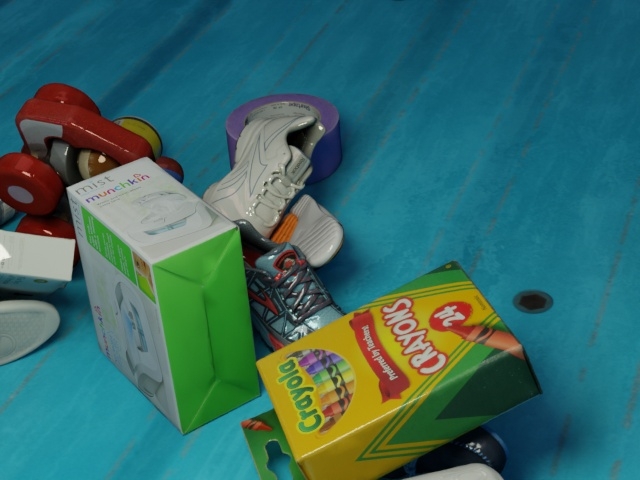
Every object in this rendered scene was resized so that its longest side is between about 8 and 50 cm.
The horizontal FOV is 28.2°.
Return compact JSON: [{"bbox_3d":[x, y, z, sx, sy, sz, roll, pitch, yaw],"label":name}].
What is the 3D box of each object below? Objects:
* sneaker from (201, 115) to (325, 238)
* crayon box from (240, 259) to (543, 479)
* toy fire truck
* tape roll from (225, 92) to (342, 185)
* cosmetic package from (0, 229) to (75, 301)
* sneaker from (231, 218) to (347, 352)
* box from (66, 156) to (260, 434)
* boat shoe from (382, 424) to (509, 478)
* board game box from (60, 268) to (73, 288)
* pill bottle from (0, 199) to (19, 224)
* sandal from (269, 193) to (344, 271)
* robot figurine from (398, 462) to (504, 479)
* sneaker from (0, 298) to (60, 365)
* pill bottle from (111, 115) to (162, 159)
[{"bbox_3d":[-0.084,-0.081,1.866,0.129,0.111,0.297,-15,44,41],"label":"sneaker"},{"bbox_3d":[0.058,0.165,1.416,0.318,0.081,0.202,-28,31,-3],"label":"crayon box"},{"bbox_3d":[-0.298,-0.075,1.773,0.253,0.302,0.169,10,54,13],"label":"toy fire truck"},{"bbox_3d":[-0.060,-0.166,2.097,0.188,0.080,0.189,-3,34,2],"label":"tape roll"},{"bbox_3d":[-0.402,0.040,1.701,0.098,0.061,0.239,6,-12,-21],"label":"cosmetic package"},{"bbox_3d":[-0.052,0.066,1.673,0.261,0.125,0.104,34,51,25],"label":"sneaker"},{"bbox_3d":[-0.194,0.063,1.596,0.126,0.262,0.231,-25,39,-27],"label":"box"},{"bbox_3d":[0.091,0.242,1.454,0.258,0.109,0.089,2,37,41],"label":"boat shoe"},{"bbox_3d":[-0.442,0.032,1.891,0.154,0.026,0.103,-1,33,7],"label":"board game box"},{"bbox_3d":[-0.555,-0.046,1.952,0.108,0.108,0.180,18,39,31],"label":"pill bottle"},{"bbox_3d":[-0.007,0.008,1.806,0.102,0.076,0.265,-50,20,0],"label":"sandal"},{"bbox_3d":[0.077,0.330,1.206,0.353,0.200,0.300,-11,6,-10],"label":"robot figurine"},{"bbox_3d":[-0.504,0.103,1.716,0.295,0.105,0.147,-15,39,-7],"label":"sneaker"},{"bbox_3d":[-0.321,-0.115,2.031,0.103,0.103,0.184,1,34,9],"label":"pill bottle"}]
